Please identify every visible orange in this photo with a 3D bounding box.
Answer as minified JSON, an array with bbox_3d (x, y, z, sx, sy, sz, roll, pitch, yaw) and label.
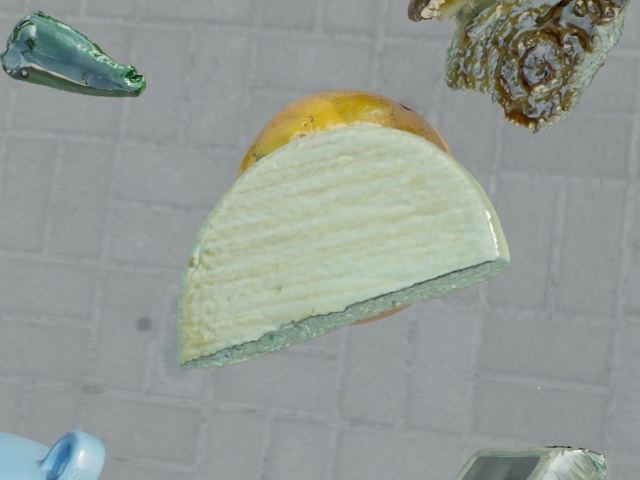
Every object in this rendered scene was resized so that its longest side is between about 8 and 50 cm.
[{"bbox_3d":[0.027,-0.035,1.141,0.246,0.246,0.246,-2,82,11],"label":"orange"}]

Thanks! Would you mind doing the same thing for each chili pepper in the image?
[{"bbox_3d":[-0.354,-0.256,1.577,0.216,0.062,0.108,15,121,3],"label":"chili pepper"}]

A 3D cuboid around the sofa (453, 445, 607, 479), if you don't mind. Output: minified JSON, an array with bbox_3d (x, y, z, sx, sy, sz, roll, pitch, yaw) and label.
[{"bbox_3d":[0.245,0.371,1.311,0.176,0.210,0.225,47,62,-10],"label":"sofa"}]

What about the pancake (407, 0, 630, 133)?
[{"bbox_3d":[0.183,-0.233,1.009,0.212,0.056,0.257,45,129,26],"label":"pancake"}]

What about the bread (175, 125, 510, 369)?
[{"bbox_3d":[0.003,-0.005,0.594,0.193,0.036,0.112,-20,63,20],"label":"bread"}]

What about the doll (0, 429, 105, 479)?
[{"bbox_3d":[-0.197,0.211,0.522,0.141,0.177,0.314,31,105,-27],"label":"doll"}]
